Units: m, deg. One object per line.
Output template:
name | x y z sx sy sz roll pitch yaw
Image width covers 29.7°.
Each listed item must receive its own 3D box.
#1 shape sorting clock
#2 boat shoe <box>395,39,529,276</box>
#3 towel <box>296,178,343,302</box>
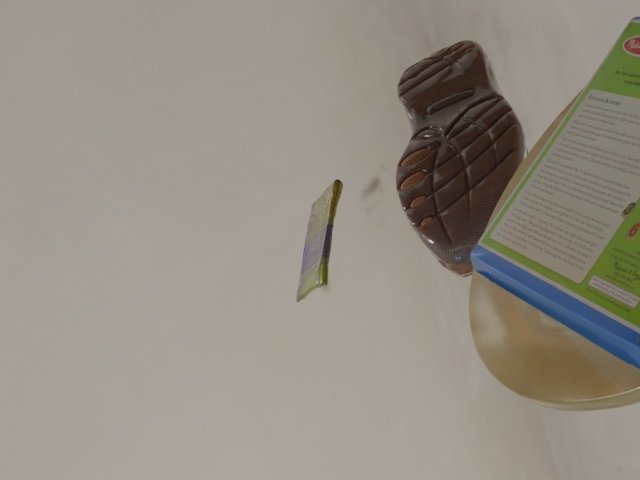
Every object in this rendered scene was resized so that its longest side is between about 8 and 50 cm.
shape sorting clock | 0.138 -0.022 0.474 0.206 0.040 0.206 -45 -156 27
boat shoe | 0.143 -0.067 1.112 0.123 0.116 0.324 -20 -148 19
towel | 0.000 0.000 0.884 0.060 0.009 0.083 138 -37 -64
